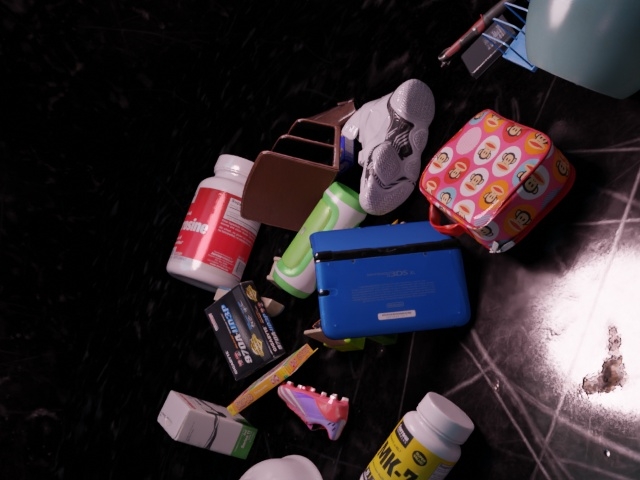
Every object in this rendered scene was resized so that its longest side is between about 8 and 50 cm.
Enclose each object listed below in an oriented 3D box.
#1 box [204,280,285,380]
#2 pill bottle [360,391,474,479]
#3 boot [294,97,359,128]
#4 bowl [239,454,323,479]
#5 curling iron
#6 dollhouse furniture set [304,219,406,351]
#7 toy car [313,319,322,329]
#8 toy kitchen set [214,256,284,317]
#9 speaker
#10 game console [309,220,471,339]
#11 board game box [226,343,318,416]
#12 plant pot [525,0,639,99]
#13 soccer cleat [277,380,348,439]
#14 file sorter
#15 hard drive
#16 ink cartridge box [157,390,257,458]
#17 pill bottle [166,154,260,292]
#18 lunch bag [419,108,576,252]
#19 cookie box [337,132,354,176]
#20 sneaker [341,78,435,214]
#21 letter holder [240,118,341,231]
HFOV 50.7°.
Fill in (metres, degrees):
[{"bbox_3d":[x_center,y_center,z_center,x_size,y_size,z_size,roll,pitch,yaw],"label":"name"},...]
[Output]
[{"bbox_3d":[-0.206,0.244,1.824,0.175,0.051,0.220,-36,74,36],"label":"box"},{"bbox_3d":[0.173,0.382,1.200,0.208,0.119,0.119,-57,32,10],"label":"pill bottle"},{"bbox_3d":[0.025,-0.355,2.022,0.207,0.090,0.248,-33,22,12],"label":"boot"},{"bbox_3d":[-0.127,0.603,1.465,0.298,0.134,0.297,-35,41,37],"label":"bowl"},{"bbox_3d":[0.387,-0.522,1.623,0.274,0.035,0.068,-42,11,26],"label":"curling iron"},{"bbox_3d":[0.076,0.082,1.533,0.197,0.151,0.301,-18,53,50],"label":"dollhouse furniture set"},{"bbox_3d":[0.031,0.191,1.648,0.122,0.060,0.040,-56,-16,-19],"label":"toy car"},{"bbox_3d":[-0.167,0.128,1.929,0.207,0.122,0.166,9,74,37],"label":"toy kitchen set"},{"bbox_3d":[0.000,0.000,1.733,0.296,0.131,0.131,-56,32,12],"label":"speaker"},{"bbox_3d":[0.134,0.072,1.391,0.173,0.293,0.250,95,169,-77],"label":"game console"},{"bbox_3d":[-0.119,0.342,1.677,0.259,0.039,0.124,-38,-1,32],"label":"board game box"},{"bbox_3d":[0.492,-0.384,1.160,0.235,0.293,0.293,-70,27,23],"label":"plant pot"},{"bbox_3d":[-0.028,0.382,1.539,0.248,0.083,0.095,-1,71,53],"label":"soccer cleat"},{"bbox_3d":[0.448,-0.472,1.444,0.170,0.104,0.118,-55,32,14],"label":"file sorter"},{"bbox_3d":[0.395,-0.455,1.586,0.135,0.022,0.094,-44,36,28],"label":"hard drive"},{"bbox_3d":[-0.290,0.471,1.729,0.153,0.208,0.086,14,79,58],"label":"ink cartridge box"},{"bbox_3d":[-0.308,-0.051,2.126,0.229,0.229,0.407,-1,66,56],"label":"pill bottle"},{"bbox_3d":[0.321,-0.110,1.320,0.258,0.120,0.293,-48,29,9],"label":"lunch bag"},{"bbox_3d":[0.052,-0.240,1.915,0.092,0.040,0.107,-36,40,39],"label":"cookie box"},{"bbox_3d":[0.146,-0.218,1.678,0.210,0.137,0.365,-7,57,55],"label":"sneaker"},{"bbox_3d":[-0.091,-0.177,1.816,0.302,0.214,0.152,118,159,-54],"label":"letter holder"}]
